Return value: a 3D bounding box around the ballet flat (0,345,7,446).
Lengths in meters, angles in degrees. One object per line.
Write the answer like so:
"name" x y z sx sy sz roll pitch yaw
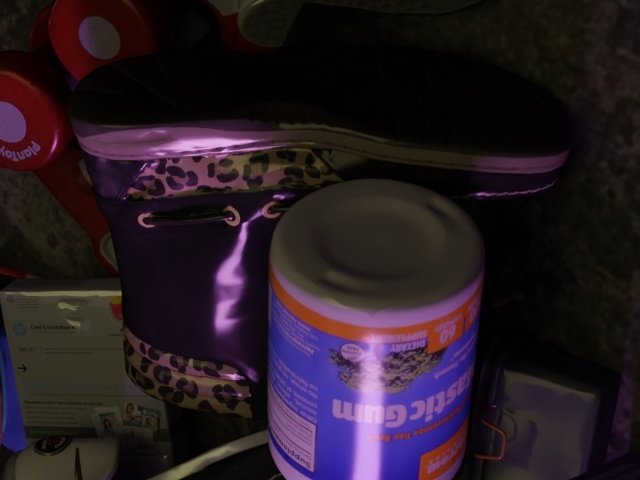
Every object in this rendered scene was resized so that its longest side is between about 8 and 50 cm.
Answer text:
"ballet flat" -0.358 0.200 1.828 0.116 0.124 0.342 16 116 36

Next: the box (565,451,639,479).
"box" 0.198 0.317 1.419 0.057 0.201 0.293 5 101 36

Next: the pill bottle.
"pill bottle" 0.037 0.103 1.443 0.152 0.152 0.272 29 136 30

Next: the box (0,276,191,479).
"box" -0.197 0.125 1.725 0.145 0.038 0.186 -1 110 20

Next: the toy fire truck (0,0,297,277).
"toy fire truck" -0.131 -0.111 1.640 0.302 0.169 0.254 -34 102 34

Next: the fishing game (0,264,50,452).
"fishing game" -0.237 0.152 1.816 0.189 0.041 0.264 13 113 35

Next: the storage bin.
"storage bin" 0.168 0.145 1.488 0.091 0.098 0.135 14 106 23

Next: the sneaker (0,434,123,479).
"sneaker" -0.175 0.316 1.723 0.146 0.122 0.331 -15 117 8

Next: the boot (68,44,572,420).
"boot" 0.000 0.000 1.542 0.377 0.138 0.284 1 125 2

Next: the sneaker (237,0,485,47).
"sneaker" 0.041 -0.246 1.517 0.226 0.086 0.163 -10 52 5

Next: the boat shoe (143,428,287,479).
"boat shoe" -0.104 0.224 1.605 0.302 0.114 0.091 -21 78 2
